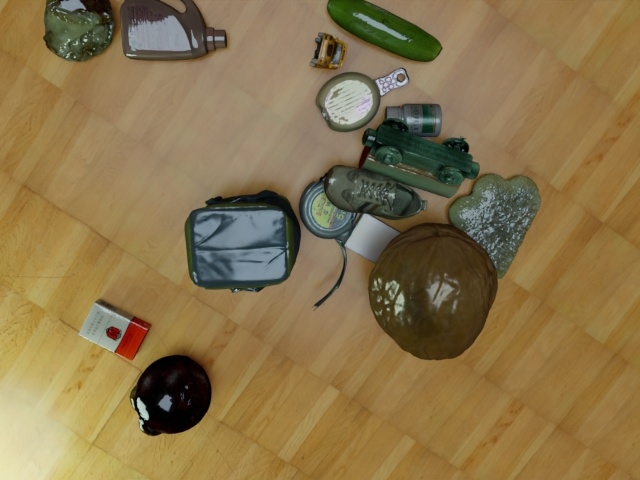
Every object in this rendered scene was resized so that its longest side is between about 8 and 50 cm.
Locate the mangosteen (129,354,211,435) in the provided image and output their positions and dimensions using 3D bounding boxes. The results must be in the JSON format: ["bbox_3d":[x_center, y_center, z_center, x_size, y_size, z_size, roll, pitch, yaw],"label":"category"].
[{"bbox_3d":[-0.374,0.386,1.655,0.210,0.210,0.210,0,101,-1],"label":"mangosteen"}]

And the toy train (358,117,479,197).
[{"bbox_3d":[0.224,-0.184,1.568,0.285,0.177,0.116,16,65,-8],"label":"toy train"}]

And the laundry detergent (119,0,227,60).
[{"bbox_3d":[-0.341,-0.507,1.538,0.237,0.076,0.171,-3,101,0],"label":"laundry detergent"}]

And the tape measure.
[{"bbox_3d":[0.001,0.000,1.628,0.164,0.084,0.330,19,96,-2],"label":"tape measure"}]

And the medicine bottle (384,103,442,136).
[{"bbox_3d":[0.220,-0.288,1.584,0.130,0.080,0.080,0,101,-2],"label":"medicine bottle"}]

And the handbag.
[{"bbox_3d":[-0.177,-0.005,1.552,0.263,0.241,0.222,-7,101,0],"label":"handbag"}]

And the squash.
[{"bbox_3d":[0.149,-0.492,1.543,0.292,0.082,0.082,24,100,-5],"label":"squash"}]

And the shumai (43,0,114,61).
[{"bbox_3d":[-0.562,-0.499,1.504,0.184,0.142,0.184,0,97,-1],"label":"shumai"}]

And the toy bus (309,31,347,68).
[{"bbox_3d":[0.018,-0.428,1.514,0.074,0.162,0.069,13,100,-6],"label":"toy bus"}]

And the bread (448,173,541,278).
[{"bbox_3d":[0.415,-0.041,1.648,0.207,0.056,0.286,19,99,-6],"label":"bread"}]

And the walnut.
[{"bbox_3d":[0.262,0.121,1.546,0.333,0.333,0.333,0,101,-1],"label":"walnut"}]

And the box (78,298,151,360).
[{"bbox_3d":[-0.525,0.228,1.692,0.152,0.048,0.100,28,101,-8],"label":"box"}]

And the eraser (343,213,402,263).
[{"bbox_3d":[0.146,0.004,1.667,0.150,0.023,0.104,30,99,-6],"label":"eraser"}]

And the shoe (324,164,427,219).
[{"bbox_3d":[0.131,-0.110,1.553,0.275,0.098,0.103,10,88,-33],"label":"shoe"}]

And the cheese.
[{"bbox_3d":[0.104,-0.348,1.580,0.227,0.064,0.137,-25,103,5],"label":"cheese"}]
